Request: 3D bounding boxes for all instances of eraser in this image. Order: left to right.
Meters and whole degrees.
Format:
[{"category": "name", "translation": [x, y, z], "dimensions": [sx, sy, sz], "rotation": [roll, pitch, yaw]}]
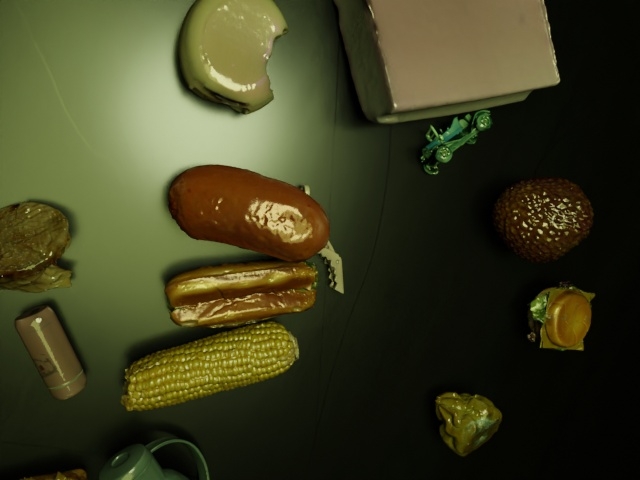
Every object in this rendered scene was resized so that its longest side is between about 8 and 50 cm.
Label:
[{"category": "eraser", "translation": [0.223, -0.362, 0.817], "dimensions": [0.359, 0.122, 0.272], "rotation": [-17, 94, -19]}]

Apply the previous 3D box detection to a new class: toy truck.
[{"category": "toy truck", "translation": [0.256, -0.205, 0.909], "dimensions": [0.154, 0.080, 0.078], "rotation": [-38, 84, -13]}]

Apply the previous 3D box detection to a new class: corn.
[{"category": "corn", "translation": [-0.181, 0.205, 0.774], "dimensions": [0.293, 0.106, 0.106], "rotation": [-10, 103, -18]}]

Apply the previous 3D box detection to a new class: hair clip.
[{"category": "hair clip", "translation": [0.000, 0.000, 0.848], "dimensions": [0.072, 0.034, 0.226], "rotation": [-39, 112, -14]}]

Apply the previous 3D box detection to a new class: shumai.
[{"category": "shumai", "translation": [-0.425, 0.019, 0.651], "dimensions": [0.139, 0.105, 0.123], "rotation": [-14, 61, -30]}]

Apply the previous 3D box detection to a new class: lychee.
[{"category": "lychee", "translation": [0.455, -0.045, 0.962], "dimensions": [0.194, 0.194, 0.195], "rotation": [-4, 100, -23]}]

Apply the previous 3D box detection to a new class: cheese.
[{"category": "cheese", "translation": [-0.114, -0.346, 0.715], "dimensions": [0.163, 0.082, 0.286], "rotation": [20, 90, -26]}]

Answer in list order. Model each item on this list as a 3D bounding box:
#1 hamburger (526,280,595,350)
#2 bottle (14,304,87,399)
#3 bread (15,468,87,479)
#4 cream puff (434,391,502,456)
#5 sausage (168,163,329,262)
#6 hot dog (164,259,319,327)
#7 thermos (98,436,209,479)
[{"category": "hamburger", "translation": [0.551, 0.176, 1.082], "dimensions": [0.189, 0.093, 0.164], "rotation": [21, 88, -26]}, {"category": "bottle", "translation": [-0.401, 0.168, 0.693], "dimensions": [0.053, 0.053, 0.140], "rotation": [-23, 107, -18]}, {"category": "bread", "translation": [-0.493, 0.419, 0.685], "dimensions": [0.270, 0.077, 0.139], "rotation": [1, 96, -21]}, {"category": "cream puff", "translation": [0.313, 0.387, 1.013], "dimensions": [0.146, 0.116, 0.146], "rotation": [-25, 137, -25]}, {"category": "sausage", "translation": [-0.108, -0.044, 0.729], "dimensions": [0.258, 0.133, 0.133], "rotation": [16, 92, -5]}, {"category": "hot dog", "translation": [-0.125, 0.091, 0.788], "dimensions": [0.268, 0.072, 0.115], "rotation": [-3, 99, -24]}, {"category": "thermos", "translation": [-0.248, 0.458, 0.767], "dimensions": [0.182, 0.145, 0.287], "rotation": [-39, 114, -47]}]
